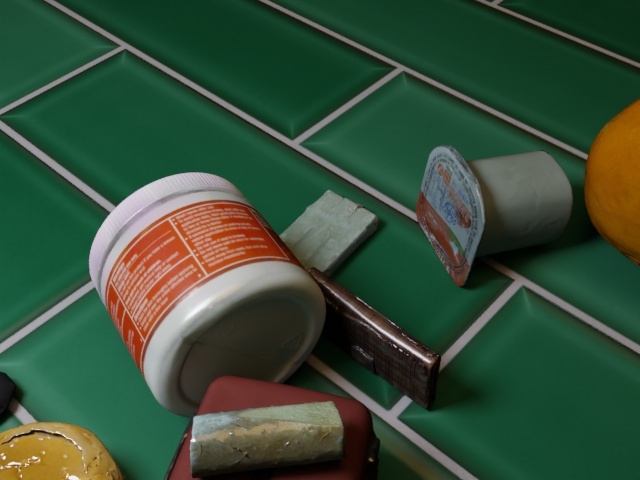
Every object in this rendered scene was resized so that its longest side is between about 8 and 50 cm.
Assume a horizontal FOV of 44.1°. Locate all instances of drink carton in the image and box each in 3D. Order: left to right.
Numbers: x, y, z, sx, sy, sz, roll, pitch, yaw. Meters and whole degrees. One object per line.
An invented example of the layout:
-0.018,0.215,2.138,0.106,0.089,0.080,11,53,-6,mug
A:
0.281,-0.056,1.245,0.189,0.191,0.185,-6,45,-14,drink carton

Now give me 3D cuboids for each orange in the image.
0.555,-0.087,1.182,0.312,0.312,0.312,0,47,0,orange

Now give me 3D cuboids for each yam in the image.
-0.059,0.212,0.845,0.169,0.068,0.068,-7,47,-5,yam

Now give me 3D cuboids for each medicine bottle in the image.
-0.153,0.073,1.072,0.252,0.253,0.241,-24,52,-21,medicine bottle

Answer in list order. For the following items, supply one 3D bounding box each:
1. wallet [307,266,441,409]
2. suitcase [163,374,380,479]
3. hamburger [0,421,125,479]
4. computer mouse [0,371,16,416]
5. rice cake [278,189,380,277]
0.068,0.134,1.099,0.230,0.124,0.042,32,60,28,wallet
-0.065,0.314,0.907,0.236,0.161,0.297,9,48,10,suitcase
-0.339,0.321,0.948,0.213,0.108,0.214,-1,52,1,hamburger
-0.503,0.220,1.070,0.172,0.057,0.099,-18,51,-12,computer mouse
0.000,0.000,1.286,0.124,0.038,0.211,32,54,27,rice cake
